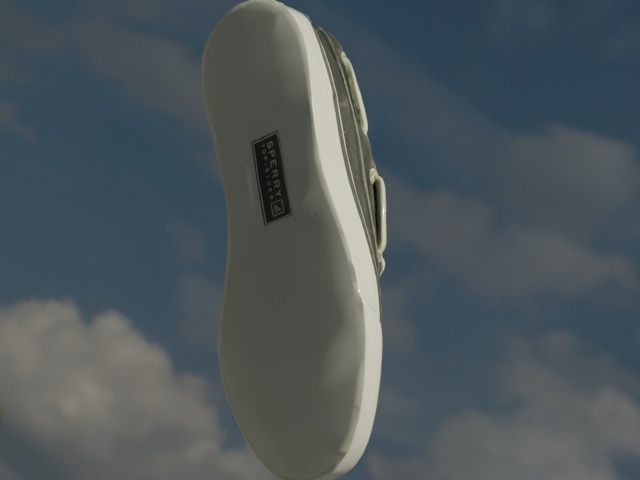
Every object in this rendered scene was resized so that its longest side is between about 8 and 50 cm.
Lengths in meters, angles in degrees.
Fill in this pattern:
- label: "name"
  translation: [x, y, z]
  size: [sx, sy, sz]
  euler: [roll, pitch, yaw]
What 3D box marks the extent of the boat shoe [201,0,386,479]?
- label: "boat shoe"
  translation: [0.000, 0.000, 0.772]
  size: [0.077, 0.219, 0.070]
  euler: [-14, -17, 31]
